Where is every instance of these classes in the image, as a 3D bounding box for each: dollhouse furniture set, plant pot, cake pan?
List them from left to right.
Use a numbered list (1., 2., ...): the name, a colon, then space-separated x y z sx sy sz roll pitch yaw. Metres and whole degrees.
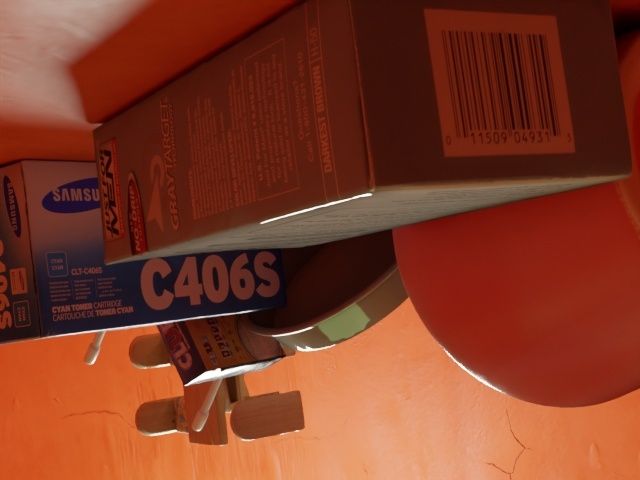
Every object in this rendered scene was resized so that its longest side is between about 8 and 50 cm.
1. dollhouse furniture set: -0.255 0.175 1.860 0.256 0.394 0.362 -4 176 -37
2. cake pan: 0.034 0.023 1.247 0.293 0.054 0.293 -32 -156 16
3. plant pot: 0.220 -0.024 0.741 0.275 0.274 0.243 -6 168 -20

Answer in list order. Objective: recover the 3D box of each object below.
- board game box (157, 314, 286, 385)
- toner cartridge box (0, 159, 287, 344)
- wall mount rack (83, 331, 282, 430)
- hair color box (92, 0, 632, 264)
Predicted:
1. board game box: -0.153 0.053 1.277 0.042 0.243 0.165 -35 163 28
2. toner cartridge box: -0.179 0.007 1.074 0.075 0.165 0.348 -11 176 37
3. wall mount rack: -0.233 0.124 1.484 0.350 0.130 0.304 30 153 11
4. hair color box: -0.001 -0.061 0.694 0.185 0.113 0.374 -5 175 -32
